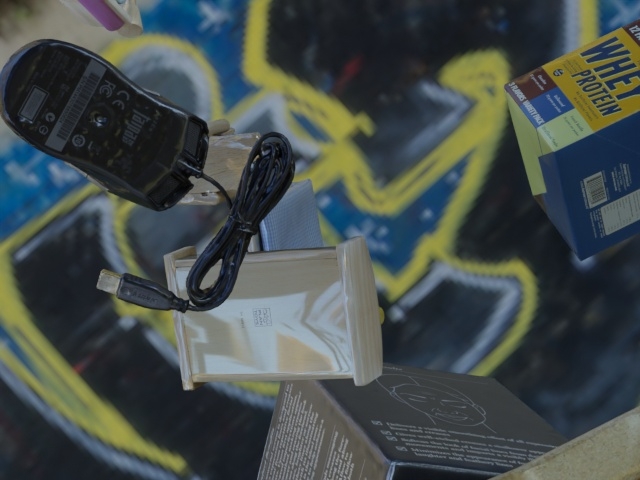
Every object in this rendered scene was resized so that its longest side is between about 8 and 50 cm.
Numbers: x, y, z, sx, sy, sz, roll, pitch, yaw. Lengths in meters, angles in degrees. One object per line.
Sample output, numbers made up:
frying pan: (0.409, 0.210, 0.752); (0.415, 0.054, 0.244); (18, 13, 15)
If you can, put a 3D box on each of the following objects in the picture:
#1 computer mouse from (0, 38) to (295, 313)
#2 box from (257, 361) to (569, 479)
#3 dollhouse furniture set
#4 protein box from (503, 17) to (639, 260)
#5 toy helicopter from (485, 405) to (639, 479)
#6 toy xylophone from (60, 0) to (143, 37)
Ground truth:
computer mouse: (-0.169, -0.047, 1.539); (0.060, 0.262, 0.184); (165, 128, -79)
box: (0.126, 0.298, 2.110); (0.395, 0.293, 0.212); (-138, 60, -67)
dollhouse furniture set: (0.000, 0.000, 1.838); (0.198, 0.286, 0.303); (-4, 10, 25)
protein box: (0.350, -0.121, 2.126); (0.201, 0.136, 0.200); (-26, -44, -4)
toy helicopter: (0.190, 0.100, 0.979); (0.355, 0.140, 0.235); (-24, -13, -14)
toy xylophone: (-0.221, -0.351, 1.839); (0.081, 0.322, 0.236); (-10, -22, 24)
